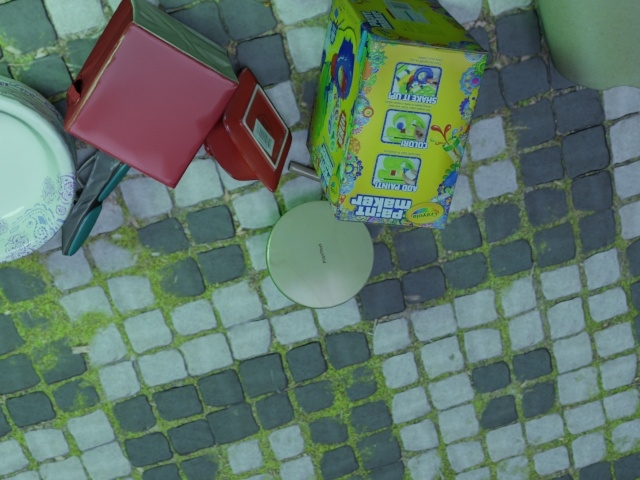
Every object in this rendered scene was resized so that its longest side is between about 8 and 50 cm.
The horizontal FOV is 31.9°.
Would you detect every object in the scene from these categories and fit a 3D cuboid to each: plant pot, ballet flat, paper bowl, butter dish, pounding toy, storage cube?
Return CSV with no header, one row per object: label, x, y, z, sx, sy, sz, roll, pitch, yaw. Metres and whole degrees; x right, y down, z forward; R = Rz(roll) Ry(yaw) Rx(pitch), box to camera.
plant pot,0.448,-0.407,1.679,0.333,0.334,0.305,-16,130,-2
ballet flat,-0.380,-0.073,1.827,0.068,0.072,0.213,36,107,4
paper bowl,-0.519,-0.118,1.720,0.284,0.148,0.284,-4,119,-8
butter dish,-0.133,-0.165,1.787,0.118,0.160,0.160,-16,127,26
pounding toy,0.000,0.000,1.924,0.183,0.110,0.237,13,85,-5
storage cube,-0.255,-0.229,1.692,0.215,0.184,0.193,28,108,-22

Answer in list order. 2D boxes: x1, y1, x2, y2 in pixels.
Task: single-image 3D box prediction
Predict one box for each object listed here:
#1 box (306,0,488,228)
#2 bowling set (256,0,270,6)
box,0.105,-0.208,1.710,0.177,0.290,0.279,4,116,-13
bowling set,-0.074,-0.456,1.561,0.154,0.200,0.287,-26,116,4
